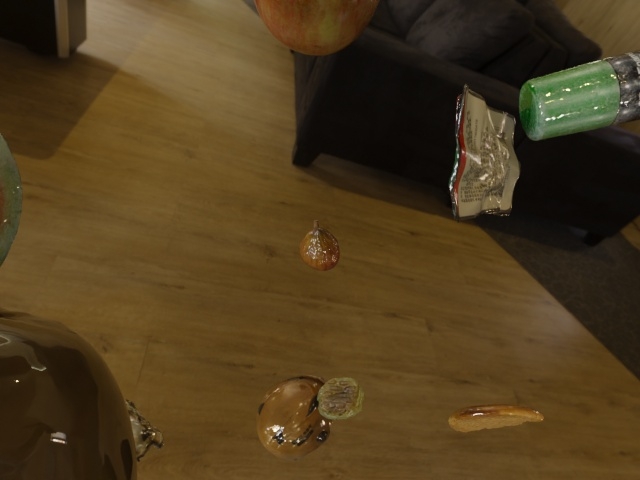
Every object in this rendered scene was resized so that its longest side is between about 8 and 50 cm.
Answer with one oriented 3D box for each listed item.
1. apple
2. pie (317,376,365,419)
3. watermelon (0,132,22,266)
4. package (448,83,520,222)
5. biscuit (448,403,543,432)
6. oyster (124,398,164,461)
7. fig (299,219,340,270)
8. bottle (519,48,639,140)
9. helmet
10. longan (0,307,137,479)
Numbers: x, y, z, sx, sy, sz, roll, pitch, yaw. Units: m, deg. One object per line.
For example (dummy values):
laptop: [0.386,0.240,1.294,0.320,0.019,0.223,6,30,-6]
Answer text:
apple: [-0.007,-0.362,0.571,0.188,0.174,0.188,2,70,-5]
pie: [0.033,0.254,0.662,0.084,0.020,0.084,-12,24,5]
watermelon: [-0.492,-0.026,0.475,0.319,0.290,0.214,57,-8,-26]
package: [0.230,-0.112,0.572,0.040,0.166,0.232,6,9,41]
biscuit: [0.393,0.421,0.976,0.145,0.224,0.033,23,50,-23]
oyster: [-0.416,0.408,0.829,0.191,0.081,0.163,29,51,-22]
fig: [0.002,0.002,1.117,0.119,0.152,0.119,6,23,-3]
bottle: [0.452,-0.214,0.547,0.330,0.093,0.093,-11,43,12]
helmet: [-0.077,0.446,1.050,0.198,0.224,0.130,40,-2,39]
longan: [-0.359,0.210,0.306,0.404,0.403,0.436,-2,23,-30]
